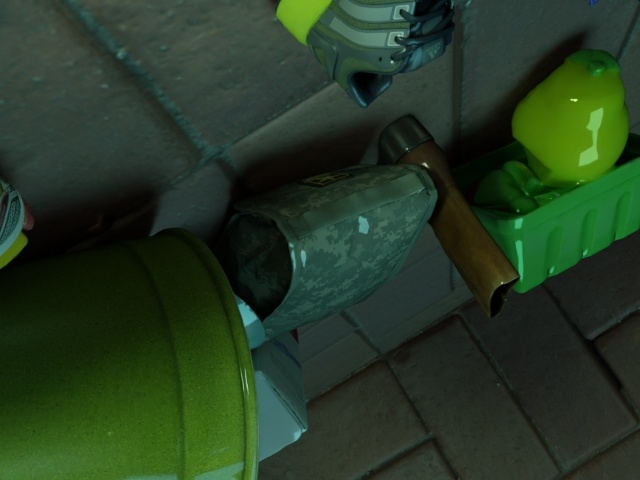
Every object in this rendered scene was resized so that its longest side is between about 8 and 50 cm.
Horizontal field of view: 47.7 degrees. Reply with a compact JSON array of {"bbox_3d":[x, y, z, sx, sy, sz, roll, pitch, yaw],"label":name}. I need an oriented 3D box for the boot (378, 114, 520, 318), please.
[{"bbox_3d":[0.190,-0.016,1.056,0.096,0.280,0.264,-28,161,-12],"label":"boot"}]

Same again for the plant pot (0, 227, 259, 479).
[{"bbox_3d":[-0.303,0.179,0.735,0.353,0.366,0.366,-4,149,-34],"label":"plant pot"}]

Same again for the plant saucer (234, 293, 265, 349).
[{"bbox_3d":[-0.170,0.106,0.964,0.037,0.195,0.195,-64,-179,-33],"label":"plant saucer"}]

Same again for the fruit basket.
[{"bbox_3d":[0.377,-0.140,1.199,0.392,0.283,0.392,-10,112,-28],"label":"fruit basket"}]

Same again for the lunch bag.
[{"bbox_3d":[0.000,0.000,0.978,0.235,0.169,0.287,-20,163,-30],"label":"lunch bag"}]

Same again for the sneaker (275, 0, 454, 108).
[{"bbox_3d":[0.067,-0.198,0.539,0.111,0.121,0.300,-35,-178,-19],"label":"sneaker"}]

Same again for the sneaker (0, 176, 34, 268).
[{"bbox_3d":[-0.336,0.025,0.574,0.225,0.088,0.093,-52,173,-22],"label":"sneaker"}]

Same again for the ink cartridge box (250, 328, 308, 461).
[{"bbox_3d":[-0.150,0.223,1.138,0.226,0.131,0.306,-33,-162,7],"label":"ink cartridge box"}]

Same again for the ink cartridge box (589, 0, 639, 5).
[{"bbox_3d":[0.469,-0.403,0.862,0.311,0.065,0.186,-33,161,10],"label":"ink cartridge box"}]
